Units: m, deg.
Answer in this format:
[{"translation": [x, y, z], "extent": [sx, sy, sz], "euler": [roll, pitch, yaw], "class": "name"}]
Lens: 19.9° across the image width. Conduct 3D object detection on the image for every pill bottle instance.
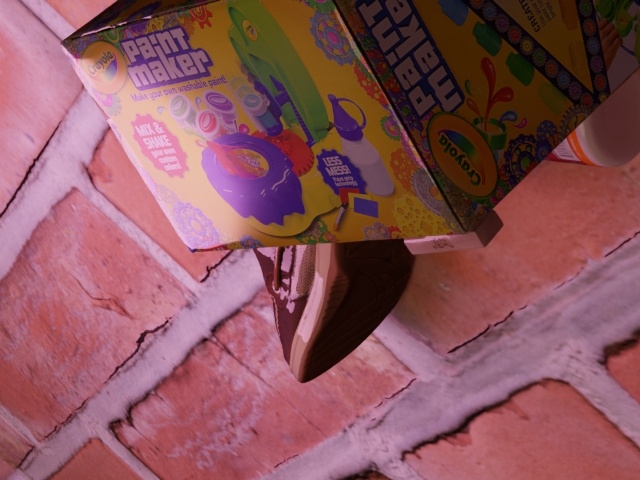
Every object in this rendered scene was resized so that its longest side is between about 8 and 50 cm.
[{"translation": [0.155, -0.101, 1.303], "extent": [0.152, 0.086, 0.086], "euler": [11, 139, 45], "class": "pill bottle"}]

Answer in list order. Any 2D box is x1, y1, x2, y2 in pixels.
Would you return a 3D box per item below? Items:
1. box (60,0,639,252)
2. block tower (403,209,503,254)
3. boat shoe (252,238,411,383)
[{"translation": [0.041, -0.146, 1.162], "extent": [0.290, 0.279, 0.177], "euler": [-3, 122, 54], "class": "box"}, {"translation": [0.032, -0.146, 1.391], "extent": [0.091, 0.097, 0.335], "euler": [-6, 124, 55], "class": "block tower"}, {"translation": [0.000, 0.000, 1.626], "extent": [0.123, 0.123, 0.342], "euler": [46, 155, 22], "class": "boat shoe"}]
